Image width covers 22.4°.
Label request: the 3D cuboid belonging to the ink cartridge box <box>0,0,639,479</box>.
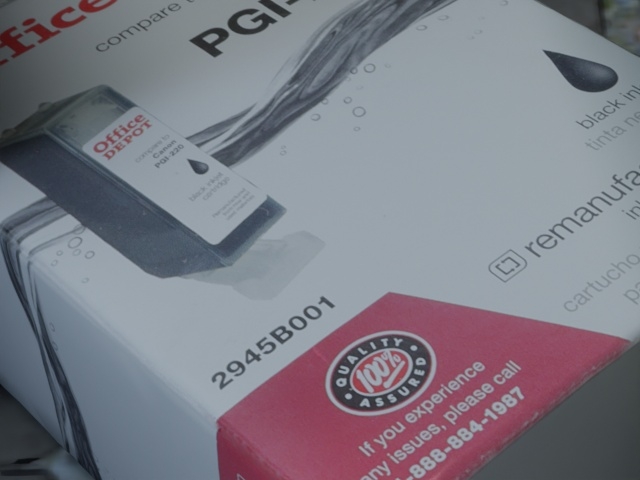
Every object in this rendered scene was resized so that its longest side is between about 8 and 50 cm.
[{"bbox_3d":[0.000,0.000,0.430,0.158,0.092,0.218,-34,48,-25],"label":"ink cartridge box"}]
